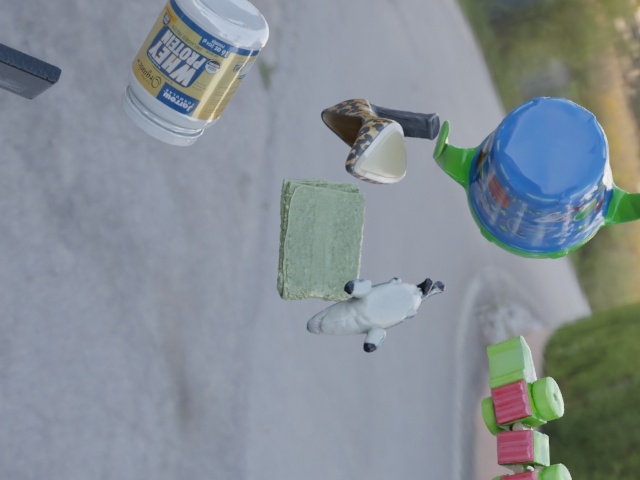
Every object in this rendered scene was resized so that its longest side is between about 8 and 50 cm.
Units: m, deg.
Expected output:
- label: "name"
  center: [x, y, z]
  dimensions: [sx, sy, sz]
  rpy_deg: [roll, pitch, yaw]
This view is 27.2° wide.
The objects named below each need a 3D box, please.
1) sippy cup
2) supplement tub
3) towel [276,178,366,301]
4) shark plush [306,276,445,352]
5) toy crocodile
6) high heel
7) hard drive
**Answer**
- label: "sippy cup"
  center: [0.340, -0.107, 2.007]
  dimensions: [0.224, 0.305, 0.240]
  rpy_deg: [74, -3, -77]
- label: "supplement tub"
  center: [-0.176, -0.244, 1.821]
  dimensions: [0.144, 0.200, 0.144]
  rpy_deg: [28, 26, -15]
- label: "towel"
  center: [0.000, 0.000, 1.579]
  dimensions: [0.027, 0.110, 0.148]
  rpy_deg: [171, -77, -67]
- label: "shark plush"
  center: [0.062, 0.060, 1.370]
  dimensions: [0.161, 0.067, 0.073]
  rpy_deg: [-31, 95, -35]
- label: "toy crocodile"
  center: [0.305, 0.307, 1.996]
  dimensions: [0.105, 0.115, 0.341]
  rpy_deg: [32, 48, -53]
- label: "high heel"
  center: [0.040, -0.142, 1.905]
  dimensions: [0.261, 0.186, 0.093]
  rpy_deg: [-35, 128, -56]
- label: "hard drive"
  center: [-0.374, -0.205, 1.598]
  dimensions: [0.135, 0.094, 0.022]
  rpy_deg: [-6, -116, 66]
